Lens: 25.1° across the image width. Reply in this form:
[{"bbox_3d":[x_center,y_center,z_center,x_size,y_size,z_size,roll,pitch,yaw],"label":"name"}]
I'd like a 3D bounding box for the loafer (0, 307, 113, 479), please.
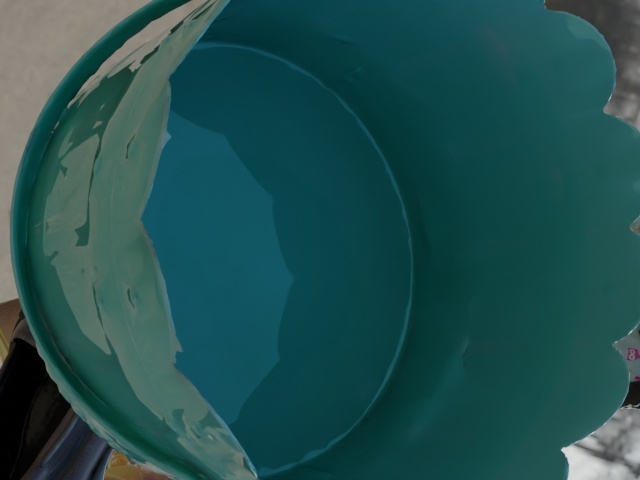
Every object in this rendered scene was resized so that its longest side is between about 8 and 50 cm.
[{"bbox_3d":[-0.187,0.103,1.026,0.095,0.109,0.302,27,79,-50],"label":"loafer"}]

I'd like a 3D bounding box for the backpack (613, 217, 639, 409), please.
[{"bbox_3d":[0.303,0.046,1.299,0.152,0.115,0.182,-26,102,-43],"label":"backpack"}]

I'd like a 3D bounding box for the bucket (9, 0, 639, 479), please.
[{"bbox_3d":[0.000,0.000,0.677,0.183,0.281,0.281,-12,-125,56],"label":"bucket"}]

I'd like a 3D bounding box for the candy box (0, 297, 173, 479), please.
[{"bbox_3d":[-0.243,0.203,1.622,0.087,0.183,0.316,112,-41,-70],"label":"candy box"}]
